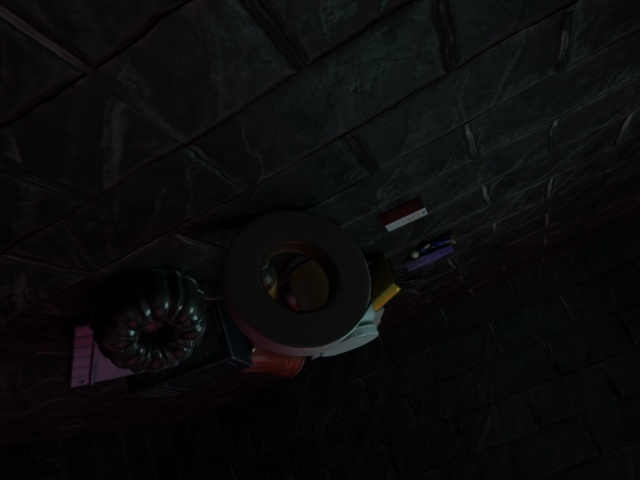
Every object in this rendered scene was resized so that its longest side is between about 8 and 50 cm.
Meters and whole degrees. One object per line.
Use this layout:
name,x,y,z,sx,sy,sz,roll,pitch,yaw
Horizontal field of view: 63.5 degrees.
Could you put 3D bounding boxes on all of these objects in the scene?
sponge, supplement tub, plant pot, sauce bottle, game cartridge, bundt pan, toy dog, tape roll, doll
sponge,0.474,0.075,2.226,0.210,0.031,0.117,-15,165,-42
supplement tub,0.040,0.198,1.741,0.241,0.331,0.241,-19,159,-8
plant pot,-0.249,0.464,2.256,0.265,0.272,0.272,11,143,-41
sauce bottle,-0.191,0.124,1.648,0.112,0.111,0.344,-17,160,-12
game cartridge,-0.616,0.333,1.667,0.355,0.068,0.230,-3,119,-40
bundt pan,-0.470,0.245,1.457,0.331,0.124,0.330,-15,128,-20
toy dog,-0.047,0.285,2.091,0.161,0.220,0.333,0,169,5
tape roll,-0.059,0.102,1.335,0.392,0.391,0.072,-12,157,-24
game cartridge,0.155,0.219,1.949,0.323,0.053,0.285,-47,-165,16
doll,0.453,0.024,2.110,0.189,0.046,0.129,-22,169,20

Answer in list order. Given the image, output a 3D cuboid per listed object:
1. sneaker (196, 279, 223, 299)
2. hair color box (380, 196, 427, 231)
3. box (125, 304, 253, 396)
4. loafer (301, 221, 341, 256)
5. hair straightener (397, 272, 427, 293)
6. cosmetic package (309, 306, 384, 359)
sneaker,-0.356,0.173,1.676,0.071,0.066,0.188,-33,156,31
hair color box,0.272,-0.083,1.680,0.141,0.043,0.072,-24,159,10
box,-0.501,0.437,1.979,0.396,0.211,0.293,-20,159,-1
loafer,0.000,0.000,1.604,0.061,0.062,0.170,-6,156,-45
hair straightener,0.422,0.207,2.474,0.231,0.089,0.047,-4,135,-31
cosmetic package,0.091,0.379,2.368,0.366,0.155,0.196,-16,139,-31
